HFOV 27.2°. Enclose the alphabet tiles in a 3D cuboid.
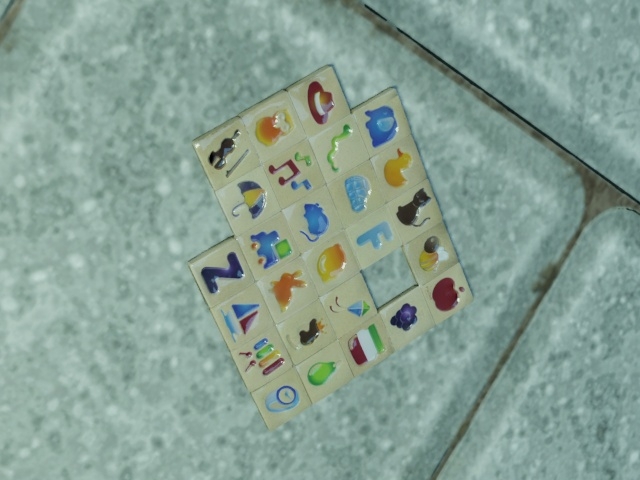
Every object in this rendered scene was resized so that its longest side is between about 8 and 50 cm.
[{"bbox_3d":[0.000,0.000,0.986,0.198,0.009,0.237,-31,117,-15],"label":"alphabet tiles"}]
